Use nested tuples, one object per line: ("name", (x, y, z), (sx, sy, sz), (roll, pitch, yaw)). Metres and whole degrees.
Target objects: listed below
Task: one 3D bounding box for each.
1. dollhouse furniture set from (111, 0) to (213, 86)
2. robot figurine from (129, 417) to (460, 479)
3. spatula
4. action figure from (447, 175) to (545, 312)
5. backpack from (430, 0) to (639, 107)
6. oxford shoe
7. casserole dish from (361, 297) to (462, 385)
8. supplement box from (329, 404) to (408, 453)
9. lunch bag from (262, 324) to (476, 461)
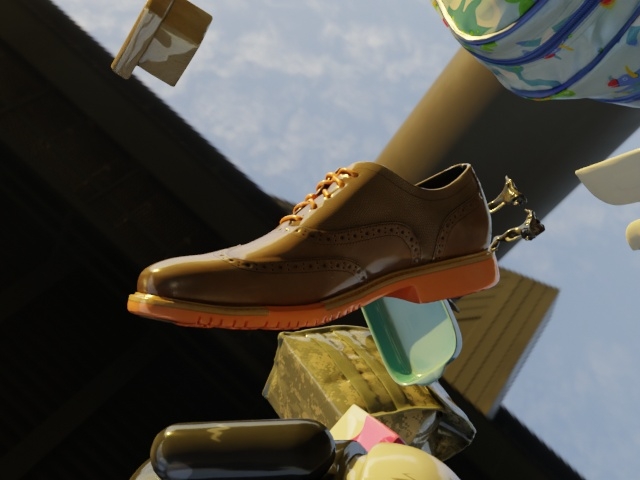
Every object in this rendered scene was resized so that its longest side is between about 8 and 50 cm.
("dollhouse furniture set", (-0.042, -0.317, 0.446), (0.173, 0.355, 0.303), (30, -142, -16))
("robot figurine", (-0.028, 0.215, 0.552), (0.278, 0.209, 0.174), (-6, -110, 16))
("spatula", (0.331, -0.017, 0.683), (0.019, 0.242, 0.168), (-38, -82, -25))
("action figure", (0.257, 0.017, 1.531), (0.164, 0.275, 0.141), (53, -170, -7))
("backpack", (0.215, -0.252, 0.540), (0.273, 0.356, 0.290), (-10, -128, -13))
("oxford shoe", (0.000, 0.000, 0.760), (0.363, 0.130, 0.133), (-9, -84, -34))
("casserole dish", (0.114, 0.093, 1.077), (0.037, 0.114, 0.188), (12, -133, -47))
("supplement box", (0.091, 0.322, 1.051), (0.114, 0.111, 0.220), (-44, -65, -12))
("lunch bag", (0.091, 0.256, 1.411), (0.286, 0.169, 0.235), (-2, -147, -33))
